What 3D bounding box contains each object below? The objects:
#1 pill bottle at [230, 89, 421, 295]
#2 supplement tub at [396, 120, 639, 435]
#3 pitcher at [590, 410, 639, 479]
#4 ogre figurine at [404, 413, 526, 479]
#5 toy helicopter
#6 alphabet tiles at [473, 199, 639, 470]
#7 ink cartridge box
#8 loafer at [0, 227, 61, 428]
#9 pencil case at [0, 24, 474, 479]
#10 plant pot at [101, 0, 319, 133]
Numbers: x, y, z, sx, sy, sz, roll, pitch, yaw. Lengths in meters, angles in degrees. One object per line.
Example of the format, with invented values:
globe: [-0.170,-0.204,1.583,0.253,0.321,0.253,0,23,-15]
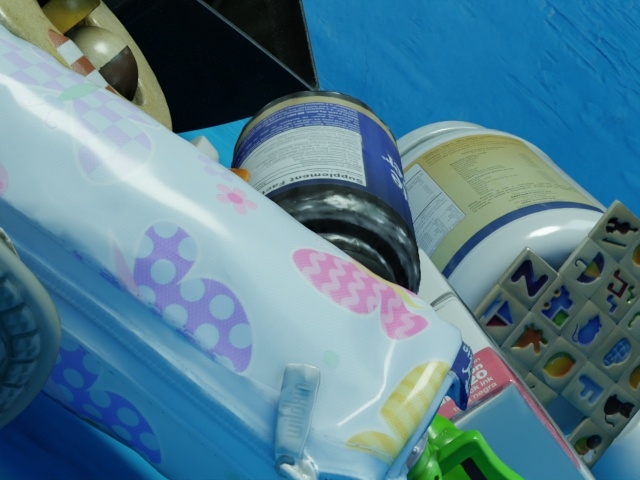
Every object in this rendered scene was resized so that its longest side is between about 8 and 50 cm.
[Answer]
pill bottle: [0.000,0.000,0.809,0.123,0.123,0.219,38,23,-22]
supplement tub: [0.171,0.024,1.233,0.228,0.228,0.316,38,10,-27]
pitcher: [0.340,0.244,1.330,0.207,0.125,0.178,49,-16,-25]
ogre figurine: [0.032,0.118,0.609,0.118,0.097,0.197,35,6,-9]
toy helicopter: [-0.125,-0.049,0.754,0.235,0.140,0.355,46,15,-43]
alphabet tiles: [0.215,0.090,1.077,0.198,0.237,0.009,38,1,-25]
ink cartridge box: [0.099,0.120,0.827,0.158,0.092,0.218,51,3,-22]
loafer: [-0.184,-0.028,0.373,0.251,0.094,0.087,38,14,-23]
pencil case: [-0.080,0.013,0.481,0.273,0.113,0.124,35,28,0]
plant pot: [-0.133,-0.197,1.056,0.187,0.167,0.188,33,39,-47]
